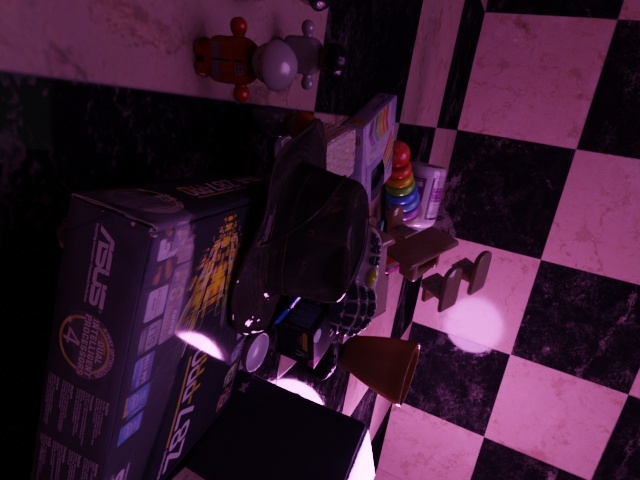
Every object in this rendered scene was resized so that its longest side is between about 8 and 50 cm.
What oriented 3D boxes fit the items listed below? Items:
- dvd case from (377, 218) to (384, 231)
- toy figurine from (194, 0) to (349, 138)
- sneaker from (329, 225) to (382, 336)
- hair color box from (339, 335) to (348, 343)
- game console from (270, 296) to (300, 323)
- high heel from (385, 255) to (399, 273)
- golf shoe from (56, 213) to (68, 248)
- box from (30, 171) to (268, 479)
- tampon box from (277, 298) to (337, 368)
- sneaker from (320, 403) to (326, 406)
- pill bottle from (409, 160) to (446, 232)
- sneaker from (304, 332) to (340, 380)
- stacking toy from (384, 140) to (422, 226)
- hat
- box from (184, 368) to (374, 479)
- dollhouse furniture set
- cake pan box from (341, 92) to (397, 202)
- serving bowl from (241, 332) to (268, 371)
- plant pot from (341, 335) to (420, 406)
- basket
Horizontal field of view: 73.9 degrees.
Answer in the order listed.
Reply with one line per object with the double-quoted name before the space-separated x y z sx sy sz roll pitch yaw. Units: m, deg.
"dvd case" 0.211 -0.010 1.587 0.087 0.013 0.120 -39 140 -54
"toy figurine" -0.051 -0.265 0.621 0.213 0.148 0.209 -68 157 -16
"sneaker" 0.093 0.099 1.021 0.110 0.106 0.276 -57 162 -79
"hair color box" 0.082 0.244 1.404 0.093 0.053 0.168 -14 117 -66
"game console" -0.044 0.003 0.980 0.250 0.173 0.293 -51 176 40
"high heel" 0.303 0.105 1.739 0.377 0.127 0.182 -32 135 -56
"golf shoe" -0.217 -0.011 0.508 0.186 0.067 0.086 -33 135 -59
"box" -0.181 0.119 0.533 0.318 0.097 0.396 -32 142 -70
"tampon box" -0.022 0.210 1.070 0.161 0.101 0.121 -47 145 -47
"sneaker" -0.045 0.577 1.259 0.281 0.105 0.116 -38 138 -55
"pill bottle" 0.389 -0.153 1.705 0.169 0.169 0.302 -25 128 -61
"sneaker" 0.024 0.274 1.227 0.106 0.101 0.268 -23 126 -65
"stacking toy" 0.278 -0.199 1.474 0.141 0.141 0.331 -60 150 -31
"hat" 0.000 0.000 0.627 0.331 0.133 0.332 19 90 -82
"box" -0.057 0.501 0.934 0.212 0.293 0.396 -59 153 -33
"dollhouse furniture set" 0.242 0.020 1.259 0.393 0.362 0.257 -22 129 -29
"cake pan box" 0.135 -0.239 1.184 0.246 0.070 0.267 -48 147 -43
"serving bowl" -0.143 0.231 0.899 0.083 0.027 0.084 -46 145 -48
"plant pot" 0.216 0.454 1.594 0.237 0.254 0.237 -47 145 -47
"basket" -0.006 -0.163 0.854 0.167 0.103 0.114 -44 142 -50
